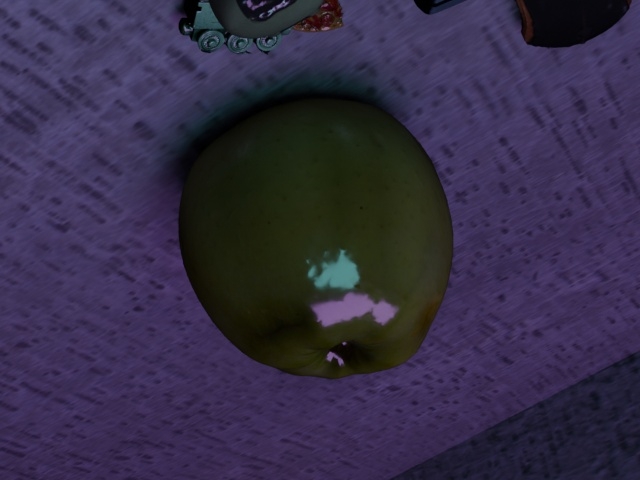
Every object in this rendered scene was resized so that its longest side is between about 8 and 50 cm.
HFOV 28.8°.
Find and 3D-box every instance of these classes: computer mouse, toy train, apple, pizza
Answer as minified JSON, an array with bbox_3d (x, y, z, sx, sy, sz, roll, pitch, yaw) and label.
[{"bbox_3d":[0.385,-0.391,1.918,0.183,0.116,0.323,-19,151,10],"label":"computer mouse"},{"bbox_3d":[-0.116,-0.325,1.784,0.171,0.071,0.111,-5,140,-24],"label":"toy train"},{"bbox_3d":[0.000,0.000,2.047,0.474,0.473,0.473,-14,150,-8],"label":"apple"},{"bbox_3d":[-0.014,-0.334,1.863,0.099,0.029,0.100,-18,150,-1],"label":"pizza"}]

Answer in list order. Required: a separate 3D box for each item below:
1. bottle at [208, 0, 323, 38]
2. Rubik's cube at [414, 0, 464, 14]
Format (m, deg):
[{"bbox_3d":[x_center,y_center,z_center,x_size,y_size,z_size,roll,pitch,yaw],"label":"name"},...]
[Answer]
[{"bbox_3d":[-0.092,-0.379,1.425,0.168,0.347,0.168,-14,148,-9],"label":"bottle"},{"bbox_3d":[0.201,-0.450,1.445,0.283,0.288,0.293,-20,-179,5],"label":"Rubik's cube"}]
